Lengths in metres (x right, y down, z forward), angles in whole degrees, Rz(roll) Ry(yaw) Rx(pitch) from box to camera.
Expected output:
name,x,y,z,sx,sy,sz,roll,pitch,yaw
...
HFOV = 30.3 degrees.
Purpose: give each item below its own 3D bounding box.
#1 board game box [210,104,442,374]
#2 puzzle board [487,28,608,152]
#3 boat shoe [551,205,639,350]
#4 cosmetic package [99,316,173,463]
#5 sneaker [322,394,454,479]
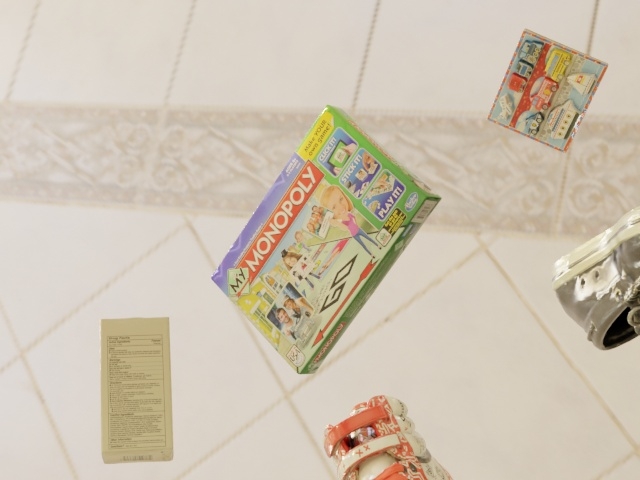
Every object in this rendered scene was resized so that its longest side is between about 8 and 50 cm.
name,x,y,z,sx,sy,sz,roll,pitch,yaw
board game box,0.000,0.000,1.660,0.213,0.046,0.317,44,111,27
puzzle board,0.243,-0.159,1.280,0.096,0.128,0.011,25,47,8
boat shoe,0.441,0.030,1.477,0.186,0.500,0.156,-17,78,-16
cosmetic package,-0.152,0.123,0.977,0.060,0.041,0.115,0,66,-8
sneaker,0.048,0.213,0.947,0.090,0.270,0.145,-32,90,13
